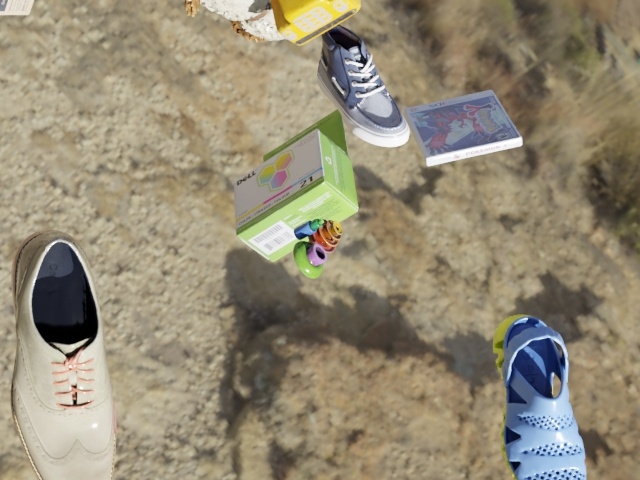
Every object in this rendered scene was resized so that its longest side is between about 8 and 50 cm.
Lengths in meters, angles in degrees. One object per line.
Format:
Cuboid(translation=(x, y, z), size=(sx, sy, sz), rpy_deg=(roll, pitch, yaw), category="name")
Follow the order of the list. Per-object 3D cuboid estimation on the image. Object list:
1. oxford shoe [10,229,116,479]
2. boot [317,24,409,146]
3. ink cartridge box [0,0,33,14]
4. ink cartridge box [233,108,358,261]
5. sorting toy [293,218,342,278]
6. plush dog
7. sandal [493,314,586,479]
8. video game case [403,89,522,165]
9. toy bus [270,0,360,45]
Cuboid(translation=(-0.310, 0.160, 1.294), size=(0.123, 0.130, 0.348), rpy_deg=(-11, 92, -19), category="oxford shoe")
Cuboid(translation=(0.052, -0.202, 1.407), size=(0.069, 0.086, 0.190), rpy_deg=(-23, 48, -23), category="boot")
Cuboid(translation=(-0.526, -0.507, 1.737), size=(0.088, 0.193, 0.234), rpy_deg=(-12, 54, -44), category="ink cartridge box")
Cuboid(translation=(-0.050, -0.119, 1.837), size=(0.097, 0.189, 0.255), rpy_deg=(38, 32, -39), category="ink cartridge box")
Cuboid(translation=(0.000, 0.000, 1.381), size=(0.061, 0.042, 0.102), rpy_deg=(50, 33, -18), category="sorting toy")
Cuboid(translation=(-0.095, -0.383, 1.630), size=(0.225, 0.262, 0.210), rpy_deg=(29, 61, -38), category="plush dog")
Cuboid(translation=(0.341, 0.259, 1.689), size=(0.138, 0.126, 0.317), rpy_deg=(98, -19, -73), category="sandal")
Cuboid(translation=(0.269, -0.219, 2.081), size=(0.201, 0.184, 0.023), rpy_deg=(-105, -177, -54), category="video game case")
Cuboid(translation=(-0.044, -0.418, 1.379), size=(0.130, 0.108, 0.332), rpy_deg=(29, 44, -51), category="toy bus")
